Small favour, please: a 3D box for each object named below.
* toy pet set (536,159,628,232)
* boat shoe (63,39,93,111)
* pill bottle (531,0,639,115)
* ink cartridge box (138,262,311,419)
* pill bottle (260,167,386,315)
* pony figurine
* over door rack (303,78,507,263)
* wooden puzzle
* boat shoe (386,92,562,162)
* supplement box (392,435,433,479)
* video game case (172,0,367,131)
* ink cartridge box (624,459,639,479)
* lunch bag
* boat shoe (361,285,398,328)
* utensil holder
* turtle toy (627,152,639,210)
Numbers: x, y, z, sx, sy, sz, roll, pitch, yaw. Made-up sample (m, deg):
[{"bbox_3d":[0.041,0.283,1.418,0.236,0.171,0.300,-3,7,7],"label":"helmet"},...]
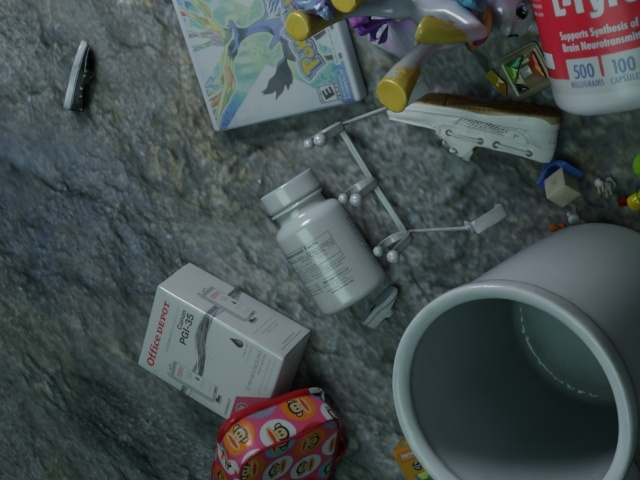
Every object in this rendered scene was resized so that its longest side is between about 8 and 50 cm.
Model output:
[{"bbox_3d":[0.385,-0.071,1.671,0.114,0.065,0.122,26,134,-26],"label":"toy pet set"},{"bbox_3d":[-0.442,-0.302,2.023,0.040,0.049,0.142,13,121,-15],"label":"boat shoe"},{"bbox_3d":[0.374,-0.386,1.416,0.229,0.229,0.408,-7,108,31],"label":"pill bottle"},{"bbox_3d":[-0.186,0.204,2.060,0.283,0.117,0.207,28,123,15],"label":"ink cartridge box"},{"bbox_3d":[0.000,0.000,1.857,0.131,0.131,0.229,-29,96,35],"label":"pill bottle"},{"bbox_3d":[0.133,-0.339,1.542,0.351,0.363,0.303,40,134,27],"label":"pony figurine"},{"bbox_3d":[0.107,-0.093,1.696,0.240,0.108,0.324,57,154,-9],"label":"over door rack"},{"bbox_3d":[0.309,-0.252,1.644,0.116,0.014,0.079,-34,93,35],"label":"wooden puzzle"},{"bbox_3d":[0.225,-0.167,1.674,0.277,0.098,0.096,12,112,23],"label":"boat shoe"},{"bbox_3d":[0.224,0.451,1.970,0.078,0.080,0.233,-28,94,33],"label":"supplement box"},{"bbox_3d":[-0.100,-0.362,1.808,0.299,0.036,0.329,-8,108,32],"label":"video game case"},{"bbox_3d":[0.360,0.415,1.803,0.272,0.198,0.115,-23,99,34],"label":"ink cartridge box"},{"bbox_3d":[-0.066,0.408,2.014,0.120,0.258,0.293,50,144,36],"label":"lunch bag"},{"bbox_3d":[0.111,0.119,1.913,0.035,0.035,0.100,28,123,-17],"label":"boat shoe"},{"bbox_3d":[0.335,0.163,1.527,0.327,0.385,0.328,11,111,31],"label":"utensil holder"},{"bbox_3d":[0.498,-0.071,1.589,0.095,0.066,0.130,-32,94,35],"label":"turtle toy"}]
